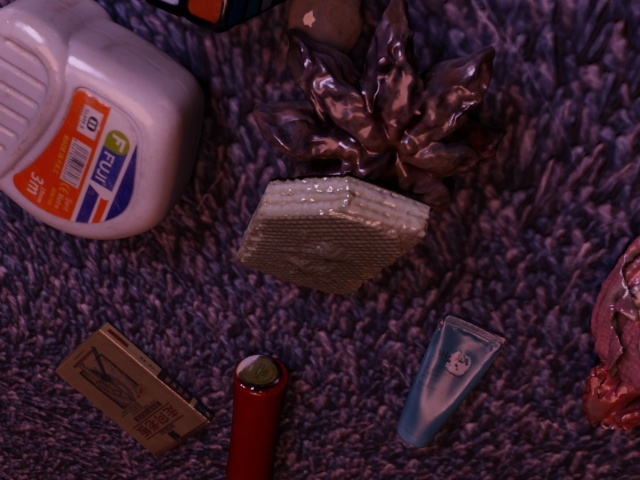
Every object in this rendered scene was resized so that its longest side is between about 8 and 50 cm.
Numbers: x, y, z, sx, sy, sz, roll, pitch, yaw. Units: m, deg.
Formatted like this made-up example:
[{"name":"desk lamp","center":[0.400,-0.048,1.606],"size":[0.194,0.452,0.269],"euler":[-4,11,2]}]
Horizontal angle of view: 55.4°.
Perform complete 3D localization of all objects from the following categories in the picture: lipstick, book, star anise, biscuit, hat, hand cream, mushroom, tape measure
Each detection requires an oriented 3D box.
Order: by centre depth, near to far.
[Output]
[{"name":"star anise","center":[0.054,-0.095,0.582],"size":[0.235,0.109,0.223],"euler":[-8,143,19]},{"name":"mushroom","center":[-0.003,-0.216,0.589],"size":[0.079,0.085,0.085],"euler":[50,135,37]},{"name":"hat","center":[0.383,0.108,0.635],"size":[0.236,0.107,0.286],"euler":[38,120,5]},{"name":"biscuit","center":[0.000,0.000,0.638],"size":[0.150,0.052,0.252],"euler":[19,158,-10]},{"name":"tape measure","center":[-0.271,-0.127,0.690],"size":[0.265,0.130,0.258],"euler":[31,127,-9]},{"name":"hand cream","center":[0.158,0.196,0.804],"size":[0.083,0.048,0.224],"euler":[23,120,6]},{"name":"lipstick","center":[-0.098,0.278,0.910],"size":[0.080,0.080,0.241],"euler":[14,124,9]},{"name":"book","center":[-0.303,0.247,0.988],"size":[0.231,0.026,0.161],"euler":[45,123,-12]}]

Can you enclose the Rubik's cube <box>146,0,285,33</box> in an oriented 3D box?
[{"name":"Rubik's cube","center":[-0.105,-0.301,0.493],"size":[0.182,0.184,0.187],"euler":[23,126,2]}]
